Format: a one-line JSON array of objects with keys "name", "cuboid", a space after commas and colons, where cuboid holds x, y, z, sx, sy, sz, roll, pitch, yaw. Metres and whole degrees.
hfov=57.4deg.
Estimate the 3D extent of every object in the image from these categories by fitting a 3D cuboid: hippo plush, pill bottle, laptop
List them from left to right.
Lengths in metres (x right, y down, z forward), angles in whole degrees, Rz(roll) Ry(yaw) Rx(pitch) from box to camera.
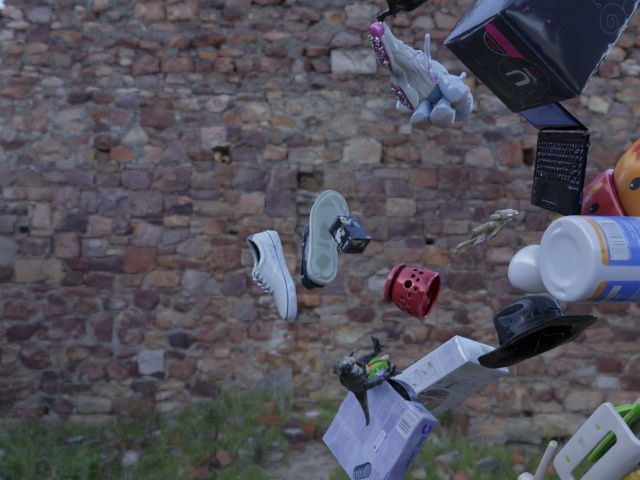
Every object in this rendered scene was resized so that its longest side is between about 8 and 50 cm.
[{"name": "hippo plush", "cuboid": [0.399, -0.498, 2.026, 0.234, 0.294, 0.236, -38, -18, 25]}, {"name": "laptop", "cuboid": [0.439, -0.192, 1.214, 0.137, 0.264, 0.234, 2, 11, -2]}, {"name": "pill bottle", "cuboid": [0.541, 0.033, 1.023, 0.272, 0.152, 0.152, 1, -6, -15]}]

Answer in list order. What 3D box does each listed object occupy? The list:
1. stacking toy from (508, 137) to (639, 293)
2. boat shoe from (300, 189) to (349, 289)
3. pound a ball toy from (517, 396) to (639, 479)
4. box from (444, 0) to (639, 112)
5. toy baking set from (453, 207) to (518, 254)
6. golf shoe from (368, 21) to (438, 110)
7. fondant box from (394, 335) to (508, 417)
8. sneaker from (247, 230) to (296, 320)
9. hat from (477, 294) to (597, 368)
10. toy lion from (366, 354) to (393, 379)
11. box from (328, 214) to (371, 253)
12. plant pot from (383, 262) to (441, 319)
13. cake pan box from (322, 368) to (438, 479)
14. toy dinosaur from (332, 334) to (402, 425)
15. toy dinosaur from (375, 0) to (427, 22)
[{"name": "stacking toy", "cuboid": [0.631, -0.001, 1.293, 0.480, 0.350, 0.351, -34, -26, 34]}, {"name": "boat shoe", "cuboid": [0.004, 0.002, 1.762, 0.127, 0.340, 0.113, 17, -36, -19]}, {"name": "pound a ball toy", "cuboid": [0.574, 0.466, 1.211, 0.208, 0.135, 0.319, -8, -44, -18]}, {"name": "box", "cuboid": [0.334, -0.343, 0.827, 0.165, 0.270, 0.143, 38, -9, -16]}, {"name": "toy baking set", "cuboid": [0.483, -0.032, 1.707, 0.256, 0.030, 0.197, -14, -23, -46]}, {"name": "golf shoe", "cuboid": [0.249, -0.538, 1.742, 0.140, 0.115, 0.306, -36, -48, 4]}, {"name": "fondant box", "cuboid": [0.387, 0.441, 1.847, 0.238, 0.096, 0.330, 22, -54, -40]}, {"name": "sneaker", "cuboid": [-0.136, 0.099, 1.575, 0.091, 0.258, 0.094, -10, -20, -25]}, {"name": "hat", "cuboid": [0.573, 0.230, 1.613, 0.331, 0.134, 0.331, -14, -27, -8]}, {"name": "toy lion", "cuboid": [0.114, 0.317, 1.434, 0.100, 0.034, 0.096, -27, 4, -32]}, {"name": "box", "cuboid": [0.071, -0.014, 1.411, 0.062, 0.083, 0.052, 2, -48, -40]}, {"name": "plant pot", "cuboid": [0.344, 0.183, 2.217, 0.174, 0.191, 0.191, 21, 3, 25]}, {"name": "cake pan box", "cuboid": [0.141, 0.470, 1.458, 0.070, 0.267, 0.246, 23, 8, -37]}, {"name": "toy dinosaur", "cuboid": [0.092, 0.264, 1.148, 0.064, 0.118, 0.268, 36, -19, 39]}, {"name": "toy dinosaur", "cuboid": [0.241, -0.672, 1.592, 0.313, 0.121, 0.160, -7, 2, -39]}]
